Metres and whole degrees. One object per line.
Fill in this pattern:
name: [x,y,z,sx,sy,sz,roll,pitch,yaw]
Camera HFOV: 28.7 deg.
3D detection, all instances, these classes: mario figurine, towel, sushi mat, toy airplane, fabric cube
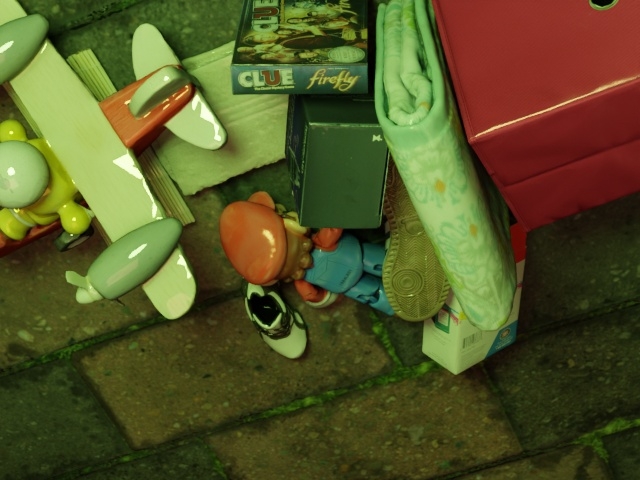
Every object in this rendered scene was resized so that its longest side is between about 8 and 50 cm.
mario figurine: [0.000,0.000,1.860,0.320,0.170,0.198,18,88,-22]
towel: [-0.113,-0.182,1.757,0.282,0.049,0.187,-19,123,13]
sushi mat: [-0.318,-0.125,1.816,0.151,0.019,0.317,-19,122,17]
towel: [0.166,-0.118,1.596,0.090,0.374,0.321,-19,124,16]
toy airplane: [-0.319,-0.110,1.627,0.386,0.272,0.385,15,108,23]
fabric cube: [0.312,-0.206,1.555,0.258,0.254,0.259,-19,148,16]

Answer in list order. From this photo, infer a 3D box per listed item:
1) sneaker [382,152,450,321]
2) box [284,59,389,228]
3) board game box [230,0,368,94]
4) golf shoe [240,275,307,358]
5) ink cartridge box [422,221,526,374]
sneaker: [0.124,-0.035,1.777,0.099,0.153,0.282,-8,117,2]
box: [0.020,-0.131,1.637,0.108,0.207,0.153,1,121,-8]
board game box: [-0.021,-0.258,1.581,0.165,0.243,0.042,-1,124,2]
golf shoe: [-0.077,0.125,1.940,0.077,0.094,0.198,-18,123,13]
ink cartridge box: [0.229,0.069,1.862,0.134,0.078,0.231,-24,131,-32]
